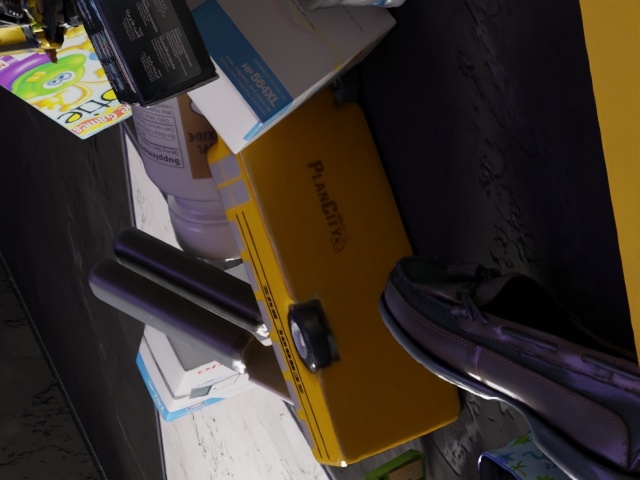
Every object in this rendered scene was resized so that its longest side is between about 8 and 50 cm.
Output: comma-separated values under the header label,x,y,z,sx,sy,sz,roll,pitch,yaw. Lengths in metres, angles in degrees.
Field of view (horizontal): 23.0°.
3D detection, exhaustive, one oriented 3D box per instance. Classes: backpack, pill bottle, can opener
label,x,y,z,sx,sy,sz,roll,pitch,yaw
backpack,0.150,0.174,0.980,0.105,0.084,0.114,31,142,63
pill bottle,-0.093,-0.104,1.338,0.131,0.131,0.229,47,151,52
can opener,-0.065,0.086,1.356,0.283,0.076,0.095,26,156,18

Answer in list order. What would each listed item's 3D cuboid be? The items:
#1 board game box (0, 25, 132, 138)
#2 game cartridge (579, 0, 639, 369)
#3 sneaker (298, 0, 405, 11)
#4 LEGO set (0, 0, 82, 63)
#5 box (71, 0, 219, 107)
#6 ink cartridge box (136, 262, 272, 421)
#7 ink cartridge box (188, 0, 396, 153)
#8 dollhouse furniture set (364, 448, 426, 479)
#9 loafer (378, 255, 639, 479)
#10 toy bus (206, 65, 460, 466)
label,x,y,z,sx,sy,sz,roll,pitch,yaw
board game box,-0.229,-0.213,1.456,0.275,0.142,0.144,39,-153,-76
game cartridge,0.220,-0.022,0.636,0.324,0.053,0.285,28,135,62
sneaker,0.017,-0.211,0.979,0.190,0.083,0.071,94,153,-49
LEGO set,-0.211,-0.289,1.184,0.255,0.192,0.331,22,-116,-74
box,-0.141,-0.190,0.976,0.220,0.051,0.175,66,171,-10
ink cartridge box,-0.098,0.098,1.552,0.082,0.140,0.190,65,162,13
ink cartridge box,-0.023,-0.144,1.096,0.090,0.143,0.092,53,162,-1
dollhouse furniture set,0.107,0.217,1.259,0.152,0.058,0.076,14,116,47
loafer,0.133,0.059,0.939,0.267,0.096,0.084,38,124,49
toy bus,0.000,0.000,1.213,0.130,0.108,0.332,162,88,-74
